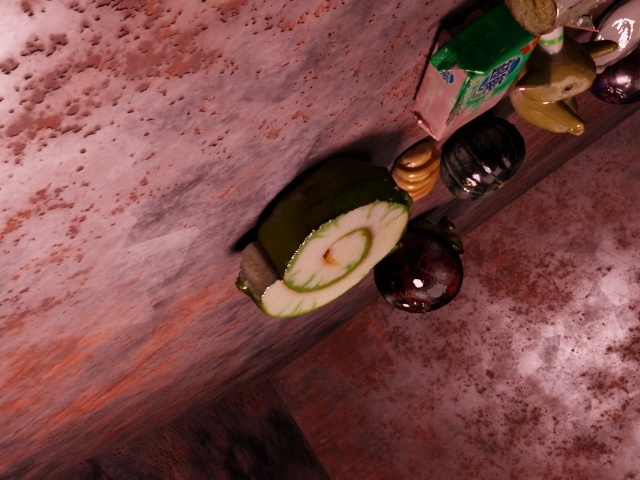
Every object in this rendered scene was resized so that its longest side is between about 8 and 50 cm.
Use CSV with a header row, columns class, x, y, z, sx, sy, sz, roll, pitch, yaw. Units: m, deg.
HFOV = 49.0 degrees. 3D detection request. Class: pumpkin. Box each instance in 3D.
class,x,y,z,sx,sy,sz,roll,pitch,yaw
pumpkin,0.389,-0.195,1.691,0.220,0.162,0.220,-34,173,-5

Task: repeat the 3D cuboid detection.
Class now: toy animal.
class,x,y,z,sx,sy,sz,roll,pitch,yaw
toy animal,0.461,-0.316,1.352,0.363,0.180,0.181,7,99,-79

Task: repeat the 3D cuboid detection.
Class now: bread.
class,x,y,z,sx,sy,sz,roll,pitch,yaw
bread,0.000,0.000,1.409,0.382,0.129,0.366,-31,155,-9
bread,0.216,-0.151,1.601,0.119,0.084,0.177,-32,163,-13

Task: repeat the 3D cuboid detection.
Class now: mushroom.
class,x,y,z,sx,sy,sz,roll,pitch,yaw
mushroom,0.688,-0.499,1.457,0.109,0.097,0.351,-19,159,-51

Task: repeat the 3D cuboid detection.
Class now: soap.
class,x,y,z,sx,sy,sz,roll,pitch,yaw
soap,0.256,-0.284,1.164,0.218,0.098,0.273,-38,171,-11

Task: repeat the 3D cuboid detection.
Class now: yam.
class,x,y,z,sx,sy,sz,roll,pitch,yaw
yam,0.375,-0.396,0.941,0.254,0.154,0.154,-31,168,7

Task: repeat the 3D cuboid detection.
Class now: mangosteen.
class,x,y,z,sx,sy,sz,roll,pitch,yaw
mangosteen,0.736,-0.432,1.673,0.230,0.194,0.194,-56,174,-17
mangosteen,0.326,0.089,2.345,0.330,0.330,0.330,-32,168,-8

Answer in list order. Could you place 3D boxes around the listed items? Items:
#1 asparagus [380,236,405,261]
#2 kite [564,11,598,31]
class,x,y,z,sx,sy,sz,roll,pitch,yaw
asparagus,0.066,0.072,2.009,0.382,0.108,0.128,-38,162,26
kite,0.394,-0.396,1.134,0.189,0.009,0.232,-16,152,22
